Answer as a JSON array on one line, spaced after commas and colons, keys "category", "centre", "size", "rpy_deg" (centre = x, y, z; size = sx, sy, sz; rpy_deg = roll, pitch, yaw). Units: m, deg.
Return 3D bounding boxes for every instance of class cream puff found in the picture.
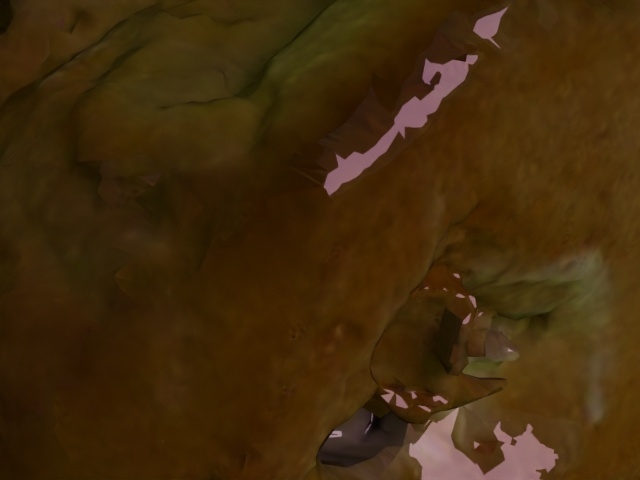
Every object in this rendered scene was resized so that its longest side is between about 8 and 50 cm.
[{"category": "cream puff", "centre": [0.000, 0.000, 0.564], "size": [0.327, 0.231, 0.343], "rpy_deg": [13, 103, -43]}]
